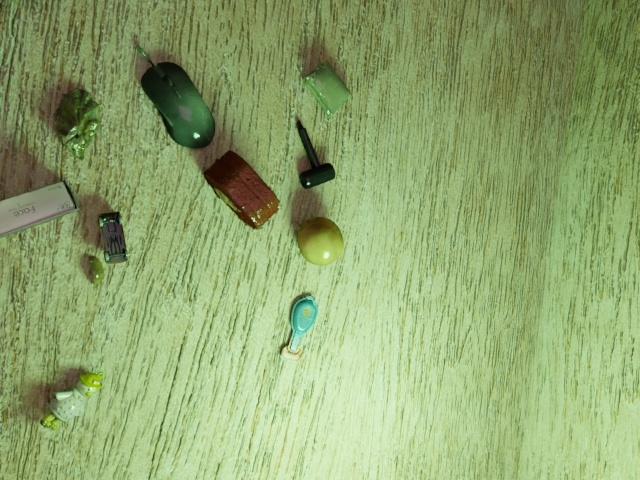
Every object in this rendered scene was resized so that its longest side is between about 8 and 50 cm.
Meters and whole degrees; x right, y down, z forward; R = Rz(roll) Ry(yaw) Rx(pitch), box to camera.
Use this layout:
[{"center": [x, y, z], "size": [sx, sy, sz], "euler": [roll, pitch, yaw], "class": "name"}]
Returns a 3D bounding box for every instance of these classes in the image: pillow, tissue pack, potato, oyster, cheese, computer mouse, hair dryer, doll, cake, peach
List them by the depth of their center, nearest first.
[{"center": [-0.834, -0.085, 1.340], "size": [0.246, 0.148, 0.092], "euler": [-25, 102, -21], "class": "tissue pack"}, {"center": [-0.742, -0.363, 1.418], "size": [0.133, 0.072, 0.209], "euler": [26, 78, -27], "class": "oyster"}, {"center": [-0.751, 0.482, 1.429], "size": [0.207, 0.081, 0.129], "euler": [-46, 140, -20], "class": "doll"}, {"center": [-0.701, 0.093, 1.466], "size": [0.037, 0.036, 0.093], "euler": [-10, 95, -22], "class": "potato"}, {"center": [-0.480, -0.475, 1.533], "size": [0.167, 0.090, 0.379], "euler": [-41, 106, -20], "class": "computer mouse"}, {"center": [-0.258, -0.169, 1.594], "size": [0.151, 0.177, 0.283], "euler": [-44, 107, -18], "class": "cake"}, {"center": [0.000, 0.000, 1.723], "size": [0.184, 0.184, 0.184], "euler": [-1, 91, -25], "class": "peach"}, {"center": [-0.051, -0.326, 1.761], "size": [0.128, 0.070, 0.255], "euler": [-26, 95, -22], "class": "hair dryer"}, {"center": [-0.078, 0.331, 1.770], "size": [0.106, 0.037, 0.256], "euler": [22, 83, -23], "class": "cheese"}, {"center": [0.030, -0.575, 1.776], "size": [0.134, 0.078, 0.181], "euler": [-44, 109, -19], "class": "pillow"}]

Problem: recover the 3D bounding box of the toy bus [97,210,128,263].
[{"center": [-0.653, -0.007, 1.466], "size": [0.070, 0.074, 0.162], "euler": [-10, 93, -32], "class": "toy bus"}]
